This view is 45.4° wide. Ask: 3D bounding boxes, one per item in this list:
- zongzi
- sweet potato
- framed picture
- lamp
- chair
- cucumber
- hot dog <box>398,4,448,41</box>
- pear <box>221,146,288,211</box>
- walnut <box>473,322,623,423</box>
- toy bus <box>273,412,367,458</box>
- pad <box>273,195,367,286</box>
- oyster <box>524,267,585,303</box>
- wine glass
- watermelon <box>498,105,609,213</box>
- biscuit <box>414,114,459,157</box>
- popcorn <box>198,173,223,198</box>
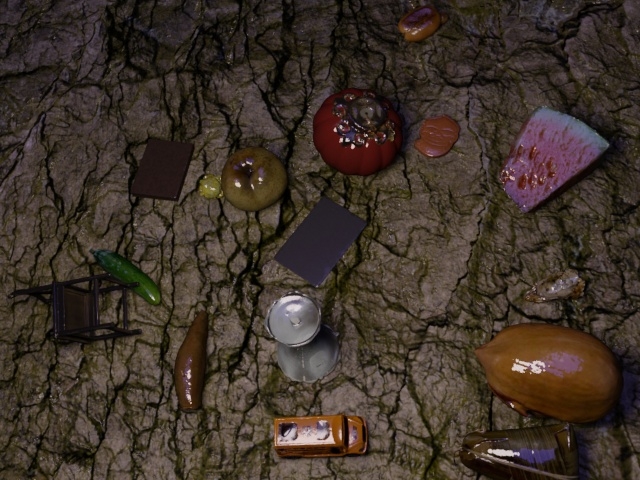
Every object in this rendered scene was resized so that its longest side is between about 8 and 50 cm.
[{"bbox_3d":[0.395,0.491,1.512,0.247,0.111,0.241,-6,69,11],"label":"zongzi"},{"bbox_3d":[-0.296,0.269,1.736,0.077,0.077,0.244,-5,59,6],"label":"sweet potato"},{"bbox_3d":[-0.413,-0.186,2.008,0.127,0.023,0.168,7,65,11],"label":"framed picture"},{"bbox_3d":[0.090,-0.263,1.879,0.226,0.227,0.227,-3,63,6],"label":"lamp"},{"bbox_3d":[-0.566,0.163,1.769,0.260,0.154,0.141,-11,74,13],"label":"chair"},{"bbox_3d":[-0.475,0.078,1.865,0.250,0.056,0.056,33,72,19],"label":"cucumber"},{"bbox_3d":[0.283,-0.600,2.103,0.140,0.060,0.090,-39,68,-4],"label":"hot dog"},{"bbox_3d":[-0.164,-0.153,1.892,0.167,0.136,0.167,-3,68,6],"label":"pear"},{"bbox_3d":[0.463,0.261,1.564,0.297,0.203,0.203,18,67,15],"label":"walnut"},{"bbox_3d":[0.000,0.410,1.611,0.194,0.088,0.083,-4,62,6],"label":"toy bus"},{"bbox_3d":[0.000,0.000,1.867,0.143,0.003,0.211,32,72,21],"label":"pad"},{"bbox_3d":[0.530,0.105,1.726,0.132,0.029,0.086,1,58,12],"label":"oyster"},{"bbox_3d":[-0.041,0.205,1.640,0.156,0.232,0.156,-3,64,6],"label":"wine glass"},{"bbox_3d":[0.532,-0.176,1.825,0.193,0.140,0.257,39,84,18],"label":"watermelon"},{"bbox_3d":[0.298,-0.267,1.952,0.102,0.019,0.130,24,68,17],"label":"biscuit"},{"bbox_3d":[-0.272,-0.136,1.946,0.083,0.060,0.068,-17,30,-27],"label":"popcorn"}]
